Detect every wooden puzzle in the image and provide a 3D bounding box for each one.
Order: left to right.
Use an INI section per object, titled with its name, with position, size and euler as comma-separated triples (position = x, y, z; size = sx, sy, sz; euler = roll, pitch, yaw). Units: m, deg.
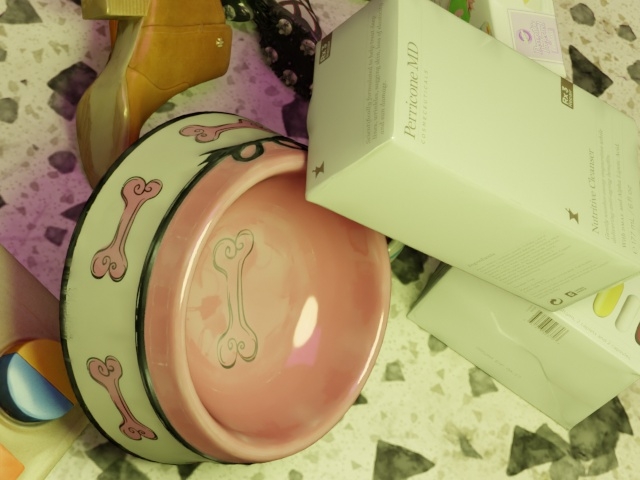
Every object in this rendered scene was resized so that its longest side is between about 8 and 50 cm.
[wooden puzzle]
position = -0.402, 0.151, 1.553
size = 0.322, 0.080, 0.348
euler = 47, 54, -18

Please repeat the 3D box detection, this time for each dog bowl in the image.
[dog bowl]
position = -0.083, 0.065, 1.597
size = 0.408, 0.150, 0.408
euler = -12, 107, -47

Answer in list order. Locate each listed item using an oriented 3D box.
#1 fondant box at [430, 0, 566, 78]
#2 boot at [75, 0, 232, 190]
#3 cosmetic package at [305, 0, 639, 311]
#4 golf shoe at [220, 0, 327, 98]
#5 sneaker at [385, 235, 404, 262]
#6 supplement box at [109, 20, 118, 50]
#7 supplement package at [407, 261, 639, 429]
[fondant box]
position = 0.188, -0.234, 1.880
size = 0.096, 0.330, 0.238
euler = 4, 64, -19
[boot]
position = -0.201, -0.201, 1.831
size = 0.211, 0.104, 0.295
euler = -8, 101, -46
[cosmetic package]
position = 0.177, -0.093, 1.601
size = 0.385, 0.156, 0.217
euler = 23, 54, -33
[golf shoe]
position = -0.041, -0.307, 1.968
size = 0.273, 0.105, 0.120
euler = 46, 51, 5
[sneaker]
position = 0.000, 0.000, 1.831
size = 0.229, 0.092, 0.087
euler = -8, 69, -22
[supplement box]
position = -0.228, -0.271, 1.915
size = 0.098, 0.036, 0.062
euler = 1, 65, -21
[supplement package]
position = 0.282, 0.082, 1.829
size = 0.262, 0.204, 0.145
euler = 35, 57, -1
